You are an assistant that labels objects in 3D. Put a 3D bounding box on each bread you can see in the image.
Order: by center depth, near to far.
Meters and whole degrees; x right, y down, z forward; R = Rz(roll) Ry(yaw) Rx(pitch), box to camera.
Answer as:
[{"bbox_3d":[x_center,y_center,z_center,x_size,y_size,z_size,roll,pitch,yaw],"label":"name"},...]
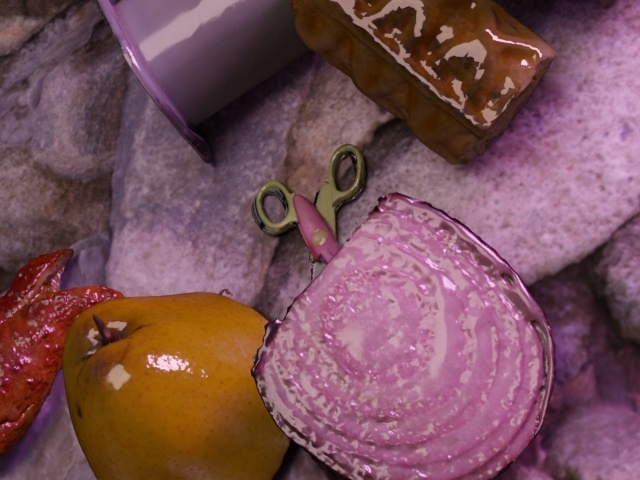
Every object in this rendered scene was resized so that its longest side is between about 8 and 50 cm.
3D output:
[{"bbox_3d":[0.086,-0.198,1.573,0.268,0.130,0.152,40,108,15],"label":"bread"},{"bbox_3d":[-0.329,0.123,1.711,0.139,0.095,0.269,32,81,28],"label":"bread"}]

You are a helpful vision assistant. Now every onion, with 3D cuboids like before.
[{"bbox_3d":[0.086,0.118,1.488,0.247,0.111,0.250,39,78,13],"label":"onion"}]

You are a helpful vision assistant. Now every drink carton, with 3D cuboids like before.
[{"bbox_3d":[-0.109,-0.221,1.699,0.190,0.191,0.185,-29,55,7],"label":"drink carton"}]

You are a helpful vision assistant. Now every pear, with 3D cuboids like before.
[{"bbox_3d":[-0.165,0.146,1.564,0.267,0.178,0.267,-11,67,27],"label":"pear"}]

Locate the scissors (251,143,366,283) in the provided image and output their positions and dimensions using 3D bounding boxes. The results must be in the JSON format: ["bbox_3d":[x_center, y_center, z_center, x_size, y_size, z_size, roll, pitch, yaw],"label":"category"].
[{"bbox_3d":[0.000,0.000,1.631,0.134,0.020,0.187,-27,56,20],"label":"scissors"}]
